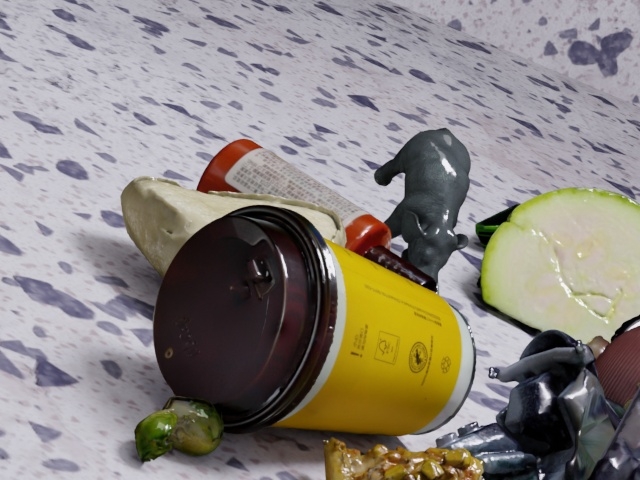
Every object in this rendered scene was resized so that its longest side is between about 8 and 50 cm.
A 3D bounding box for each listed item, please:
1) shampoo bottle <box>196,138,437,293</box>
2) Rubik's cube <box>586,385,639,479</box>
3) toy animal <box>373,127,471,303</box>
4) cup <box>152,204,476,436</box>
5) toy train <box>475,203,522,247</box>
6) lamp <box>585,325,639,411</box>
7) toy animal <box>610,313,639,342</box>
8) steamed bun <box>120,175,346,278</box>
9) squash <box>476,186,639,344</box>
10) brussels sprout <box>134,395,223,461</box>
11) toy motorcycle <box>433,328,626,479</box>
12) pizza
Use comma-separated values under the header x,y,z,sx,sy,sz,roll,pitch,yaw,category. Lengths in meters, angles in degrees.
x,y,z,sx,sy,sz,roll,pitch,yaw,category
0.000,0.000,1.955,0.278,0.104,0.104,33,20,24,shampoo bottle
0.282,0.276,1.204,0.307,0.305,0.310,28,18,9,Rubik's cube
0.113,-0.014,2.116,0.082,0.137,0.269,19,58,-25,toy animal
0.000,0.085,1.606,0.279,0.196,0.196,18,17,-46,cup
0.248,-0.013,2.415,0.044,0.042,0.209,0,9,23,toy train
0.345,0.185,1.792,0.258,0.180,0.180,31,19,24,lamp
0.418,0.160,2.063,0.218,0.116,0.179,-37,102,-39,toy animal
-0.081,0.026,1.778,0.231,0.110,0.212,10,19,-13,steamed bun
0.323,0.058,2.285,0.233,0.210,0.309,26,-11,9,squash
-0.116,0.150,1.470,0.051,0.046,0.083,40,23,32,brussels sprout
0.189,0.168,1.630,0.270,0.106,0.159,-15,83,-46,toy motorcycle
0.078,0.206,1.485,0.131,0.041,0.178,-18,42,-11,pizza
